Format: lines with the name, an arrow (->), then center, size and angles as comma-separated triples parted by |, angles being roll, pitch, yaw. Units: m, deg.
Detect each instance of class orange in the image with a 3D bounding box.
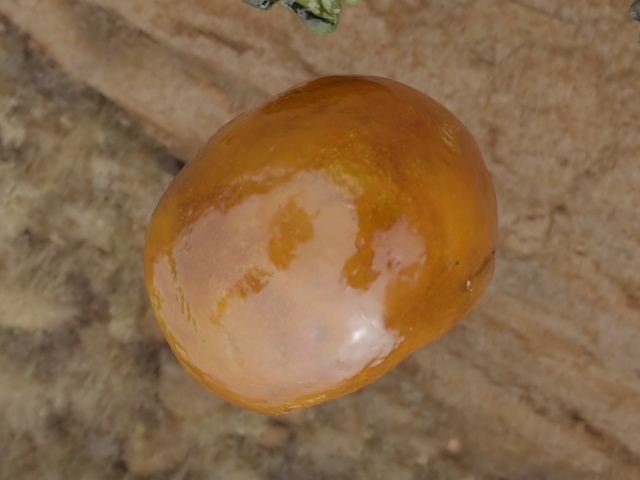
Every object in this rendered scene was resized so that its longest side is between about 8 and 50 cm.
orange -> 0.000, 0.000, 1.142 | 0.284, 0.284, 0.226 | -34, 93, 44

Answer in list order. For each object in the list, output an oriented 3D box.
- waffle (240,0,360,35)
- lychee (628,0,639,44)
waffle -> -0.022, -0.352, 1.273 | 0.297, 0.317, 0.073 | 38, -178, -5
lychee -> 0.270, -0.108, 0.644 | 0.300, 0.300, 0.300 | 14, 137, 13
